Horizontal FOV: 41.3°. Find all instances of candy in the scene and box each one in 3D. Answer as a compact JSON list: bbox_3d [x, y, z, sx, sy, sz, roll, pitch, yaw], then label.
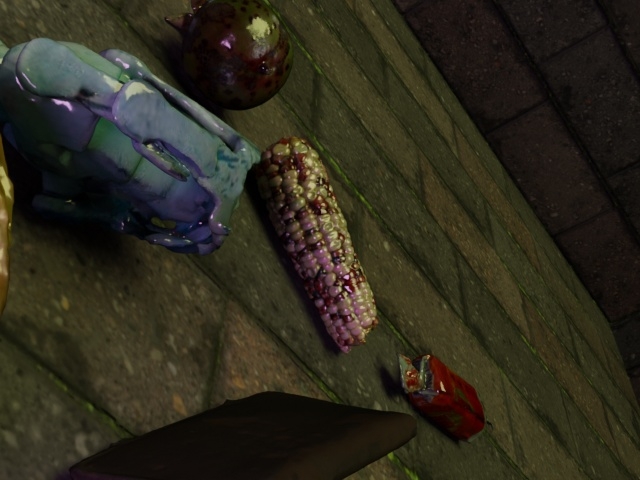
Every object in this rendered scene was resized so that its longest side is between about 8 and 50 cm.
[{"bbox_3d":[0.181,0.228,1.229,0.292,0.059,0.086,40,27,-44],"label":"candy"}]

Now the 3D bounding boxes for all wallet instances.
[{"bbox_3d":[-0.045,0.168,0.674,0.309,0.165,0.042,0,90,-66],"label":"wallet"}]

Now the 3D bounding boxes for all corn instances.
[{"bbox_3d":[0.000,0.000,1.058,0.281,0.092,0.092,65,22,5],"label":"corn"}]

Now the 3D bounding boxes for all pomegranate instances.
[{"bbox_3d":[-0.109,-0.250,1.067,0.148,0.148,0.169,23,36,-57],"label":"pomegranate"}]

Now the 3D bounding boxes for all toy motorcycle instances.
[{"bbox_3d":[-0.167,-0.081,0.680,0.260,0.206,0.154,35,72,-49],"label":"toy motorcycle"}]

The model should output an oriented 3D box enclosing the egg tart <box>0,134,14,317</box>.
[{"bbox_3d":[-0.245,-0.017,0.392,0.341,0.129,0.341,-11,90,-72],"label":"egg tart"}]
